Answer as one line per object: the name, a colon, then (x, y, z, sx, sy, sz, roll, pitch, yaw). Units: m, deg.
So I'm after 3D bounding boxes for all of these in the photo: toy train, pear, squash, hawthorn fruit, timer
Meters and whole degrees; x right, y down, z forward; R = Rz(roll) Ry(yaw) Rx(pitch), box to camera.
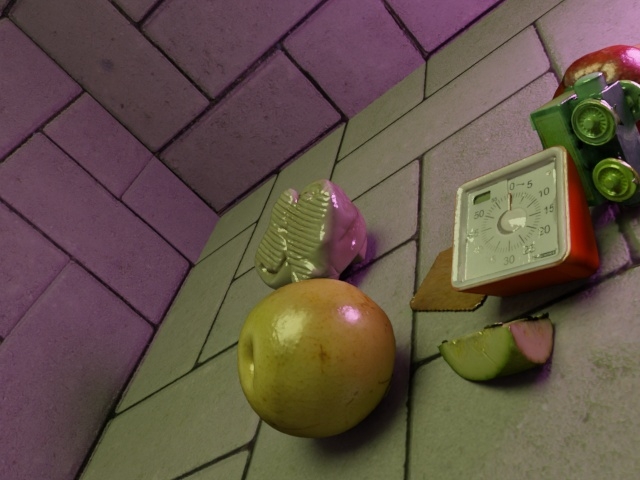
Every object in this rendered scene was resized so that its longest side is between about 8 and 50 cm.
toy train: (0.539, -0.187, 1.202, 0.159, 0.271, 0.188, -32, 12, -28)
pear: (-0.009, 0.248, 1.326, 0.348, 0.348, 0.348, -38, 21, 18)
squash: (0.286, 0.213, 1.142, 0.252, 0.093, 0.170, -26, -17, 40)
hawthorn fruit: (0.647, -0.308, 1.347, 0.272, 0.241, 0.242, -24, 8, -31)
timer: (0.389, -0.032, 1.215, 0.258, 0.161, 0.249, -23, 63, 46)

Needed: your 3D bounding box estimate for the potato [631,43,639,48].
potato: (0.750, -0.410, 1.473, 0.147, 0.112, 0.112, -45, 19, -20)

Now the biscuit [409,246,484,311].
biscuit: (0.330, 0.075, 1.460, 0.237, 0.013, 0.232, -9, 41, 57)

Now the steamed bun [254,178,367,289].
steamed bun: (0.000, 0.000, 1.901, 0.343, 0.255, 0.367, 23, 98, 49)
